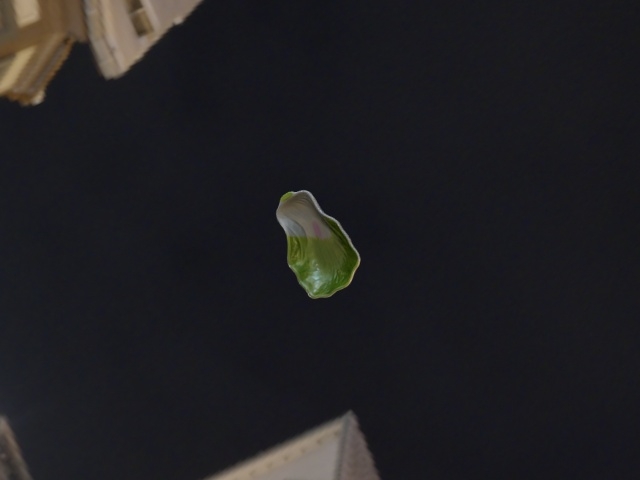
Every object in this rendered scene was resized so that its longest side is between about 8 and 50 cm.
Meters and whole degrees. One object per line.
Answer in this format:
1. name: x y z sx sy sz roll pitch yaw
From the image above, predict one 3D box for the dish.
1. dish: 0.000 0.000 1.390 0.091 0.039 0.137 -36 -105 29
